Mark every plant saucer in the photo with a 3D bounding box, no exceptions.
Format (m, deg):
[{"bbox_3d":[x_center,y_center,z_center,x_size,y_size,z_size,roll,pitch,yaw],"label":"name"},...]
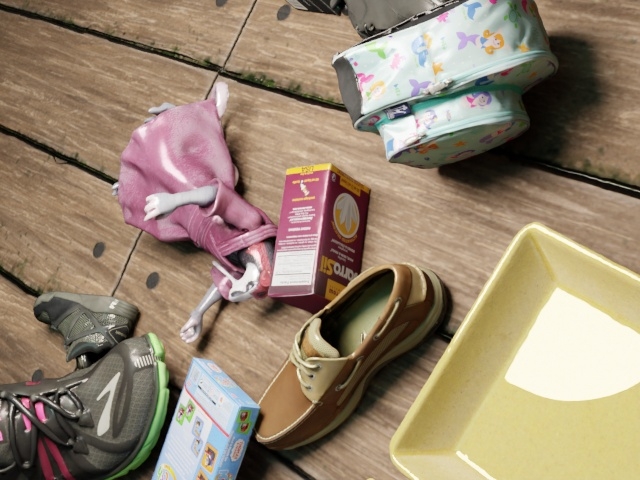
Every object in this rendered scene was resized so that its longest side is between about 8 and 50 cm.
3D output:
[{"bbox_3d":[0.283,0.193,1.039,0.333,0.081,0.333,33,94,42],"label":"plant saucer"}]

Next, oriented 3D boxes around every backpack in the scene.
[{"bbox_3d":[0.170,-0.204,1.199,0.253,0.225,0.191,-27,80,22],"label":"backpack"}]

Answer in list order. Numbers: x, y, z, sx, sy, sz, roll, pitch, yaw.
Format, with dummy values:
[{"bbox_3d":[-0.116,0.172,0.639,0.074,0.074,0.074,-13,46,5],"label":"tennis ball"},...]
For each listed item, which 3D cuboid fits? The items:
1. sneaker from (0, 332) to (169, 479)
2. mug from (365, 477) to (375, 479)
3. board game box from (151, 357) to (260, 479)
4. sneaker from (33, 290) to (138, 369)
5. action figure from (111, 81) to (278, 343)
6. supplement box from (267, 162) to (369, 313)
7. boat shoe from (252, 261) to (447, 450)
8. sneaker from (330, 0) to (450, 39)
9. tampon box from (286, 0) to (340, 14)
[{"bbox_3d":[-0.421,0.294,1.461,0.483,0.202,0.185,-34,55,22],"label":"sneaker"},{"bbox_3d":[0.054,0.343,1.180,0.064,0.078,0.062,-38,85,30],"label":"mug"},{"bbox_3d":[-0.166,0.293,1.327,0.160,0.039,0.211,31,103,54],"label":"board game box"},{"bbox_3d":[-0.412,0.156,1.588,0.227,0.087,0.130,3,68,33],"label":"sneaker"},{"bbox_3d":[-0.152,-0.029,1.445,0.276,0.248,0.370,-32,57,-30],"label":"action figure"},{"bbox_3d":[0.000,0.000,1.321,0.081,0.104,0.188,-5,70,36],"label":"supplement box"},{"bbox_3d":[0.015,0.141,1.241,0.324,0.120,0.122,-47,50,13],"label":"boat shoe"},{"bbox_3d":[0.115,-0.338,1.386,0.130,0.109,0.286,-60,41,15],"label":"sneaker"},{"bbox_3d":[-0.007,-0.459,1.503,0.101,0.120,0.161,20,85,40],"label":"tampon box"}]
